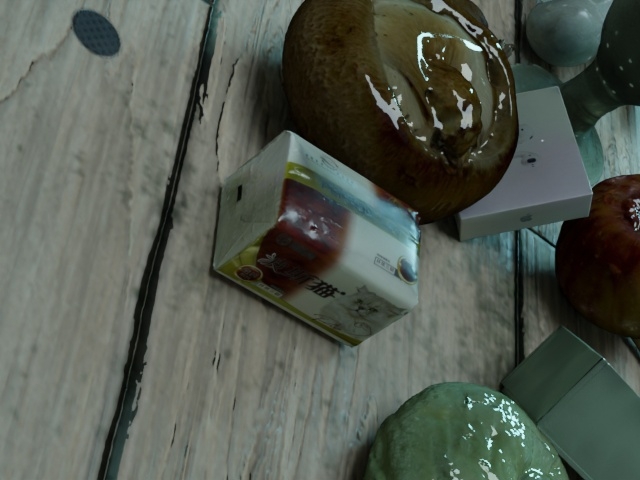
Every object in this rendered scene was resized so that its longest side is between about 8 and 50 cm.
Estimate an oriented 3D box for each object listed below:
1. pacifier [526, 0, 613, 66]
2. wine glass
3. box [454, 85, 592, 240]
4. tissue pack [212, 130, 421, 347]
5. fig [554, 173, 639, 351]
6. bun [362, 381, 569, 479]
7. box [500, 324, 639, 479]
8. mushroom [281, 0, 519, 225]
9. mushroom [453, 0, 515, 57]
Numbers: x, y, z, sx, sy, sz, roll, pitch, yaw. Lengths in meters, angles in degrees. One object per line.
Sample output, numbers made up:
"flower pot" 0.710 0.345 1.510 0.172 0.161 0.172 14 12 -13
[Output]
"pacifier" 0.379 -0.302 1.724 0.273 0.220 0.332 -48 123 -52
"wine glass" 0.364 -0.207 1.520 0.190 0.357 0.190 30 43 -32
"box" 0.187 -0.076 1.417 0.051 0.129 0.130 80 -2 -61
"tissue pack" 0.000 0.000 1.175 0.149 0.099 0.106 31 43 -28
"fig" 0.321 0.039 1.471 0.175 0.207 0.175 -1 54 1
"bun" 0.128 0.209 1.139 0.221 0.108 0.221 28 44 -30
"box" 0.277 0.195 1.292 0.225 0.086 0.129 45 2 -11
"mushroom" 0.070 -0.130 1.308 0.253 0.153 0.253 26 48 -32
"mushroom" 0.145 -0.202 1.508 0.171 0.080 0.135 -8 77 -46
